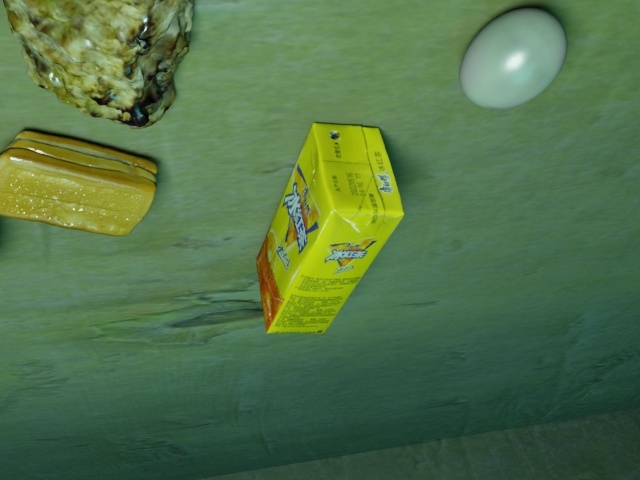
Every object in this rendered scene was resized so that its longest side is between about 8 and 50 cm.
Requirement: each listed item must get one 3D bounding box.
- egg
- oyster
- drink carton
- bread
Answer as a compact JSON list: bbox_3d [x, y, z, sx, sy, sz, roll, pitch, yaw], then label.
[{"bbox_3d":[0.226,-0.213,0.815,0.103,0.103,0.135,16,140,-37],"label":"egg"},{"bbox_3d":[-0.217,-0.234,0.634,0.204,0.111,0.396,1,150,-14],"label":"oyster"},{"bbox_3d":[0.000,0.000,1.030,0.111,0.155,0.351,1,146,-21],"label":"drink carton"},{"bbox_3d":[-0.317,-0.072,0.883,0.200,0.077,0.116,12,143,-31],"label":"bread"}]
